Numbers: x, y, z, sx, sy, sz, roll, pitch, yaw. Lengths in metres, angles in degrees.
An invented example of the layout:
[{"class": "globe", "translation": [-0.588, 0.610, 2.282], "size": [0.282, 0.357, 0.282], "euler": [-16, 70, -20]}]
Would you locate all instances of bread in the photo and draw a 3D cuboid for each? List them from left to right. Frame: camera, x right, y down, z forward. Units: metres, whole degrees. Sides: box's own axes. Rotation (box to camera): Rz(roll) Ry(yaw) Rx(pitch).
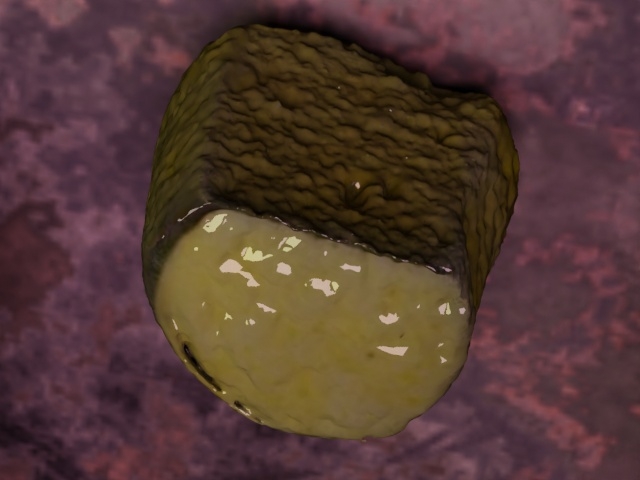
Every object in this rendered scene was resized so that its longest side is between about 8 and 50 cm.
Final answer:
[{"class": "bread", "translation": [0.000, 0.000, 0.672], "size": [0.129, 0.114, 0.111], "euler": [13, 123, 1]}]
